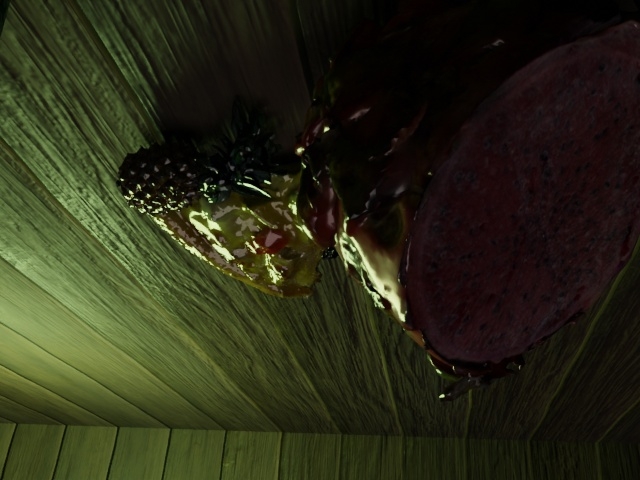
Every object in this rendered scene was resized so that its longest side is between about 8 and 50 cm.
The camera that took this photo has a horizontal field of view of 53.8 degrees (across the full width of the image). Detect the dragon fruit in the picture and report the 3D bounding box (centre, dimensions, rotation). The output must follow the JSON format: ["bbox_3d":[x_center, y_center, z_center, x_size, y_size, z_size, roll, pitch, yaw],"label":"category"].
[{"bbox_3d":[0.117,-0.073,0.559,0.263,0.314,0.296,38,167,50],"label":"dragon fruit"}]

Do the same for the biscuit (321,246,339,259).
[{"bbox_3d":[0.000,0.000,0.908,0.087,0.027,0.089,18,148,-21],"label":"biscuit"}]

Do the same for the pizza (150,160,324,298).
[{"bbox_3d":[-0.063,-0.030,0.797,0.280,0.075,0.288,26,140,-21],"label":"pizza"}]

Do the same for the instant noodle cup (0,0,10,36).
[{"bbox_3d":[-0.319,-0.203,0.419,0.251,0.190,0.251,4,151,2],"label":"instant noodle cup"}]

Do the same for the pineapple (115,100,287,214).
[{"bbox_3d":[-0.146,-0.085,0.718,0.221,0.103,0.083,-7,171,26],"label":"pineapple"}]
